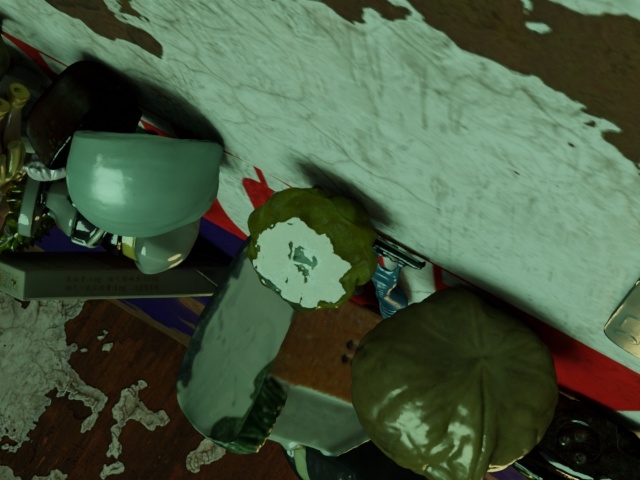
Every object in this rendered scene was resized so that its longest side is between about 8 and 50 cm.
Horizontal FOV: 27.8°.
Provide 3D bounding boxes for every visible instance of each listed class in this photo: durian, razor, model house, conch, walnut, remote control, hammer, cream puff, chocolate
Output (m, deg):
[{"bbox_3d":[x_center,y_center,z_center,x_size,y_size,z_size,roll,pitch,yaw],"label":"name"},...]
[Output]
[{"bbox_3d":[-0.475,-0.078,1.959,0.176,0.200,0.237,11,-179,-31],"label":"durian"},{"bbox_3d":[0.079,0.052,1.498,0.082,0.042,0.253,29,168,12],"label":"razor"},{"bbox_3d":[0.003,0.168,1.699,0.300,0.271,0.190,26,178,-30],"label":"model house"},{"bbox_3d":[-0.190,-0.071,1.438,0.121,0.185,0.221,67,-167,9],"label":"conch"},{"bbox_3d":[0.143,0.156,1.386,0.228,0.228,0.228,30,168,7],"label":"walnut"},{"bbox_3d":[0.288,0.066,1.085,0.077,0.022,0.245,28,168,10],"label":"remote control"},{"bbox_3d":[0.362,0.304,1.686,0.242,0.095,0.409,26,169,24],"label":"hammer"},{"bbox_3d":[0.000,0.000,1.346,0.146,0.116,0.146,13,124,21],"label":"cream puff"},{"bbox_3d":[-0.274,-0.142,1.455,0.080,0.125,0.149,53,174,8],"label":"chocolate"}]

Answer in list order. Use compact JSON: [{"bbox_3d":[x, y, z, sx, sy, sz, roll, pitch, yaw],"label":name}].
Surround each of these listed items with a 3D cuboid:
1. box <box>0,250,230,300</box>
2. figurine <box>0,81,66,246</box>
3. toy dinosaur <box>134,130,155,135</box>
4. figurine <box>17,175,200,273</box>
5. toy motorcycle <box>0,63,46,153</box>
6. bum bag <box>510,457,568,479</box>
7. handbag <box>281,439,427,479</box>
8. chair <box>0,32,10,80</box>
[{"bbox_3d":[-0.325,0.052,2.022,0.365,0.051,0.204,0,-173,-33],"label":"box"},{"bbox_3d":[-0.392,-0.080,1.529,0.116,0.174,0.240,50,134,5],"label":"figurine"},{"bbox_3d":[-0.233,-0.111,1.599,0.096,0.059,0.132,27,176,46],"label":"toy dinosaur"},{"bbox_3d":[-0.283,-0.033,1.770,0.236,0.133,0.176,13,172,-5],"label":"figurine"},{"bbox_3d":[-0.421,-0.175,1.672,0.340,0.108,0.223,20,174,20],"label":"toy motorcycle"},{"bbox_3d":[0.364,0.360,1.959,0.232,0.060,0.107,31,177,12],"label":"bum bag"},{"bbox_3d":[0.080,0.269,1.856,0.181,0.254,0.181,23,150,41],"label":"handbag"},{"bbox_3d":[-0.478,-0.227,1.495,0.247,0.159,0.172,34,165,-6],"label":"chair"}]
